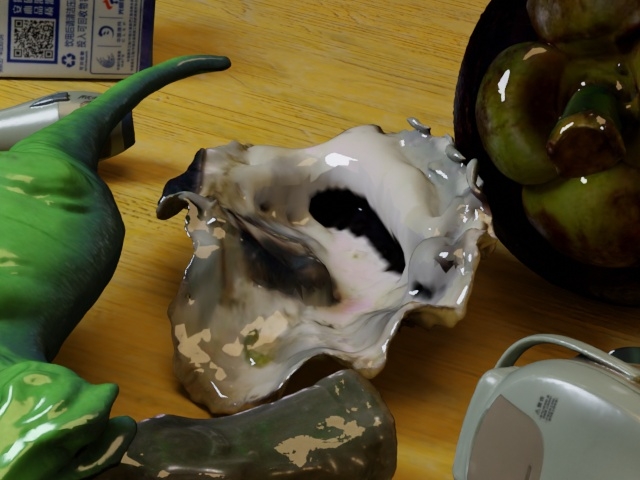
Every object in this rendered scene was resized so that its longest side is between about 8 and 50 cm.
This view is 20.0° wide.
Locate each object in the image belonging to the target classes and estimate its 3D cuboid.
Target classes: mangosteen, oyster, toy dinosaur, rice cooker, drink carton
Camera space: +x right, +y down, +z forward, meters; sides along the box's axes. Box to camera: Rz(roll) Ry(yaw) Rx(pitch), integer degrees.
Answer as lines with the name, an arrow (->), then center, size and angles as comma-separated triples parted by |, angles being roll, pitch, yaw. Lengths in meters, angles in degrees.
mangosteen -> 0.233, -0.109, 1.343 | 0.297, 0.313, 0.297 | -20, 45, 21
oyster -> 0.000, 0.002, 1.296 | 0.237, 0.115, 0.351 | -6, 23, -8
toy dinosaur -> -0.133, -0.019, 1.150 | 0.374, 0.144, 0.500 | 18, 39, 41
rice cooker -> 0.168, 0.140, 1.014 | 0.127, 0.145, 0.206 | 4, 20, -35
drink carton -> -0.313, -0.219, 1.656 | 0.314, 0.107, 0.130 | 0, 26, -14

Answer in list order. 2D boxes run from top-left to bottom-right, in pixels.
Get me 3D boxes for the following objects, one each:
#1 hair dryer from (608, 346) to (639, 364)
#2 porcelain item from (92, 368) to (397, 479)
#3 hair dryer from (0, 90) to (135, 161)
hair dryer -> 0.272, 0.131, 1.175 | 0.197, 0.057, 0.100 | 17, 27, 1
porcelain item -> -0.062, 0.131, 1.050 | 0.215, 0.069, 0.081 | -8, 42, -31
hair dryer -> -0.239, -0.048, 1.416 | 0.167, 0.067, 0.199 | 1, 40, 8
